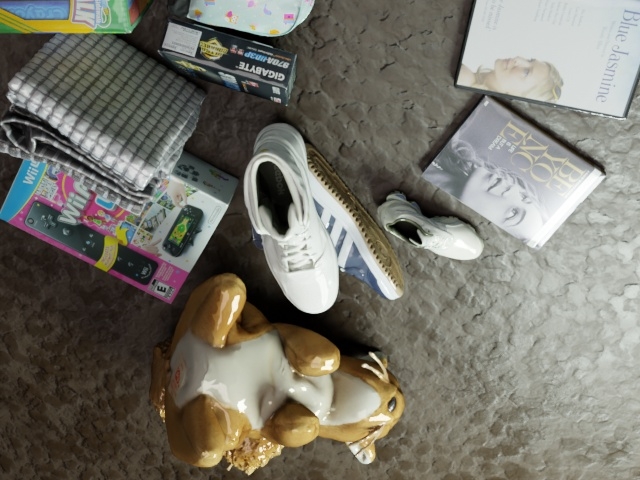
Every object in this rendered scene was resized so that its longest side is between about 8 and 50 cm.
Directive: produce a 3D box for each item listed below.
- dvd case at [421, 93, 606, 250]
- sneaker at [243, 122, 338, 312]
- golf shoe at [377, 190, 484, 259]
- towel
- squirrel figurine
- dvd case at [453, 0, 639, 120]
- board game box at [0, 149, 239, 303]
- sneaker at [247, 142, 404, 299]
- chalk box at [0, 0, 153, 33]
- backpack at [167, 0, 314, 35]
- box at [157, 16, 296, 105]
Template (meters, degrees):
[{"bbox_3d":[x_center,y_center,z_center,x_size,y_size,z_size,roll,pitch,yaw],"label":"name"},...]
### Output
[{"bbox_3d":[0.287,-0.099,1.698,0.221,0.018,0.164,31,120,-11],"label":"dvd case"},{"bbox_3d":[-0.048,-0.005,1.614,0.108,0.169,0.292,-12,109,10],"label":"sneaker"},{"bbox_3d":[0.167,-0.004,1.735,0.176,0.086,0.069,23,120,-7],"label":"golf shoe"},{"bbox_3d":[-0.303,-0.172,1.585,0.235,0.283,0.121,33,121,-10],"label":"towel"},{"bbox_3d":[-0.068,0.240,1.841,0.370,0.281,0.397,10,164,-25],"label":"squirrel figurine"},{"bbox_3d":[0.327,-0.272,1.583,0.253,0.022,0.180,11,122,1],"label":"dvd case"},{"bbox_3d":[-0.313,-0.066,1.762,0.303,0.097,0.224,28,121,-8],"label":"board game box"},{"bbox_3d":[0.000,0.000,1.751,0.153,0.099,0.282,-32,105,19],"label":"sneaker"},{"bbox_3d":[-0.316,-0.387,1.516,0.289,0.180,0.179,3,121,8],"label":"chalk box"},{"bbox_3d":[-0.096,-0.327,1.436,0.182,0.115,0.152,12,126,-5],"label":"backpack"},{"bbox_3d":[-0.122,-0.242,1.559,0.175,0.220,0.051,16,91,-2],"label":"box"}]
